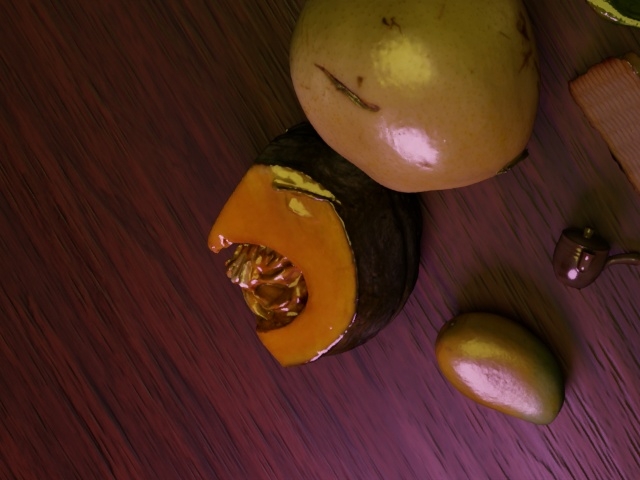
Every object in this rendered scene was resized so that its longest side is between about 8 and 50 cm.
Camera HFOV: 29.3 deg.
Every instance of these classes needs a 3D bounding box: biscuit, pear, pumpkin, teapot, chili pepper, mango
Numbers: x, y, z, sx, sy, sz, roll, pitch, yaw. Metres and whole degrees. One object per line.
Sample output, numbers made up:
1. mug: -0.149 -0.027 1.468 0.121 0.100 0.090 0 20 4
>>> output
1. biscuit: 0.404 -0.110 1.485 0.029 0.172 0.254 -35 92 -11
2. pear: 0.119 -0.207 1.480 0.309 0.309 0.309 5 106 19
3. pumpkin: 0.000 0.000 1.628 0.256 0.225 0.303 -25 101 28
4. teapot: 0.357 0.028 1.578 0.110 0.085 0.080 15 112 -5
5. chili pepper: 0.419 -0.274 1.485 0.202 0.050 0.052 12 69 13
6. mango: 0.245 0.173 1.648 0.195 0.092 0.130 44 113 -1
